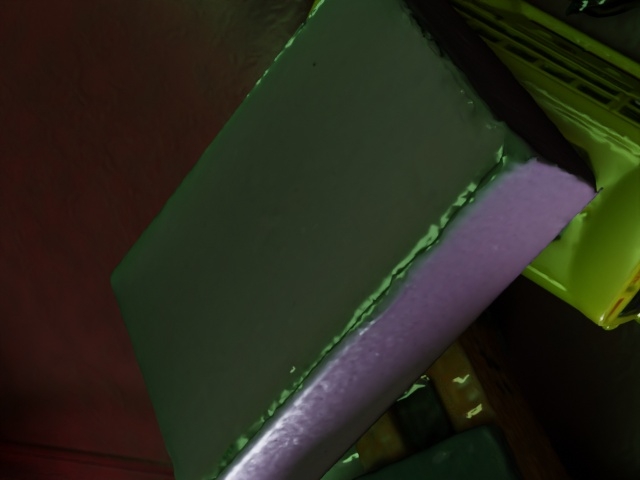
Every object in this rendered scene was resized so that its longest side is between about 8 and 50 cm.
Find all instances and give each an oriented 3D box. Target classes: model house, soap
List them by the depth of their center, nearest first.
[{"bbox_3d":[0.001,0.000,0.603,0.259,0.081,0.181,-51,45,22],"label":"soap"},{"bbox_3d":[0.040,0.107,0.749,0.190,0.271,0.301,-27,67,16],"label":"model house"}]

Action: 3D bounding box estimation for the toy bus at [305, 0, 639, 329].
[{"bbox_3d":[0.142,-0.054,0.694,0.330,0.152,0.144,33,115,15],"label":"toy bus"}]

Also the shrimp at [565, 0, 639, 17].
[{"bbox_3d":[0.296,-0.150,0.644,0.289,0.075,0.178,-25,95,17],"label":"shrimp"}]
